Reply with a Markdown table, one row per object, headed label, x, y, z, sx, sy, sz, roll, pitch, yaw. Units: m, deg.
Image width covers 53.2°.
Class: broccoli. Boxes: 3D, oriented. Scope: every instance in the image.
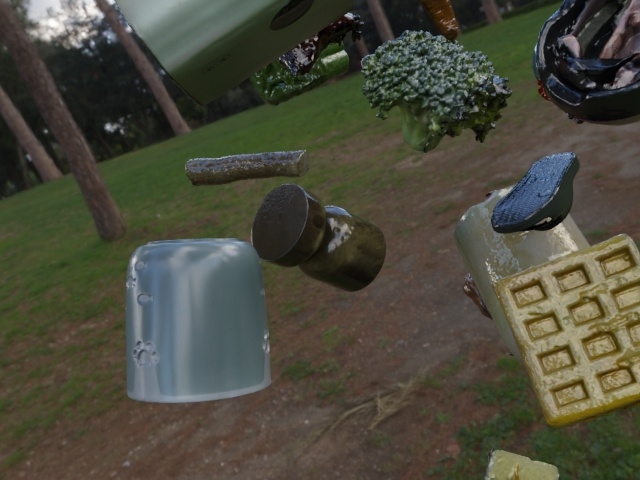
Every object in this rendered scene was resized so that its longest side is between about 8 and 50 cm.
| label | x | y | z | sx | sy | sz | roll | pitch | yaw |
| --- | --- | --- | --- | --- | --- | --- | --- | --- | --- |
| broccoli | 0.268 | -0.363 | 1.491 | 0.324 | 0.334 | 0.272 | -51 | -26 | -9 |

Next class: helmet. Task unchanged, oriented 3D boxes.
| label | x | y | z | sx | sy | sz | roll | pitch | yaw |
| --- | --- | --- | --- | --- | --- | --- | --- | --- | --- |
| helmet | 0.391 | -0.247 | 0.781 | 0.253 | 0.154 | 0.198 | -42 | 51 | 3 |

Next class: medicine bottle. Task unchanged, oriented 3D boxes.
| label | x | y | z | sx | sy | sz | roll | pitch | yaw |
| --- | --- | --- | --- | --- | --- | --- | --- | --- | --- |
| medicine bottle | 0.446 | 0.108 | 1.251 | 0.236 | 0.236 | 0.406 | -22 | 57 | 5 |

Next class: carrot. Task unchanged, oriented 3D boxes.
| label | x | y | z | sx | sy | sz | roll | pitch | yaw |
| --- | --- | --- | --- | --- | --- | --- | --- | --- | --- |
| carrot | 0.156 | -0.430 | 1.043 | 0.059 | 0.248 | 0.059 | -38 | 10 | 8 |

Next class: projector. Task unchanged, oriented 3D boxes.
| label | x | y | z | sx | sy | sz | roll | pitch | yaw |
| --- | --- | --- | --- | --- | --- | --- | --- | --- | --- |
| projector | -0.126 | -0.342 | 0.771 | 0.249 | 0.248 | 0.248 | -32 | -2 | 3 |

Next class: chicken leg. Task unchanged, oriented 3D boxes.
| label | x | y | z | sx | sy | sz | roll | pitch | yaw |
| --- | --- | --- | --- | --- | --- | --- | --- | --- | --- |
| chicken leg | -0.006 | -0.343 | 1.074 | 0.105 | 0.063 | 0.234 | 23 | 49 | 30 |

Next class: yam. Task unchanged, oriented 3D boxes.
| label | x | y | z | sx | sy | sz | roll | pitch | yaw |
| --- | --- | --- | --- | --- | --- | --- | --- | --- | --- |
| yam | -0.193 | -0.191 | 1.694 | 0.357 | 0.081 | 0.081 | -1 | 21 | 24 |

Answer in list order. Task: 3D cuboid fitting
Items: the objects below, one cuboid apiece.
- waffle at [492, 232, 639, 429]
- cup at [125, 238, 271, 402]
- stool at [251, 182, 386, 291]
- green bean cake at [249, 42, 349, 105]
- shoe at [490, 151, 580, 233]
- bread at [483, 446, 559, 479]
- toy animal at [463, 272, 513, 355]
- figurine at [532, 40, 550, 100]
| label | x | y | z | sx | sy | sz | roll | pitch | yaw |
| --- | --- | --- | --- | --- | --- | --- | --- | --- | --- |
| waffle | 0.408 | 0.137 | 0.969 | 0.221 | 0.248 | 0.055 | -24 | -20 | 17 |
| cup | -0.248 | 0.138 | 1.226 | 0.259 | 0.274 | 0.357 | -1 | -1 | -26 |
| stool | 0.000 | 0.000 | 1.445 | 0.179 | 0.179 | 0.264 | -11 | -26 | 44 |
| green bean cake | -0.076 | -0.439 | 1.459 | 0.248 | 0.222 | 0.125 | -15 | 15 | 46 |
| shoe | 0.399 | -0.066 | 1.139 | 0.108 | 0.093 | 0.241 | -4 | 32 | 46 |
| bread | 0.379 | 0.666 | 1.554 | 0.242 | 0.345 | 0.405 | 16 | -12 | -15 |
| toy animal | 0.420 | 0.170 | 1.512 | 0.066 | 0.224 | 0.230 | -51 | -12 | 25 |
| figurine | 0.462 | -0.280 | 1.101 | 0.245 | 0.138 | 0.110 | 11 | -25 | -37 |
